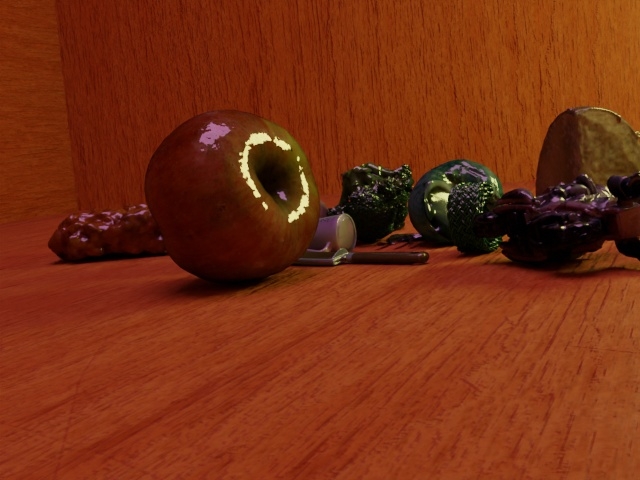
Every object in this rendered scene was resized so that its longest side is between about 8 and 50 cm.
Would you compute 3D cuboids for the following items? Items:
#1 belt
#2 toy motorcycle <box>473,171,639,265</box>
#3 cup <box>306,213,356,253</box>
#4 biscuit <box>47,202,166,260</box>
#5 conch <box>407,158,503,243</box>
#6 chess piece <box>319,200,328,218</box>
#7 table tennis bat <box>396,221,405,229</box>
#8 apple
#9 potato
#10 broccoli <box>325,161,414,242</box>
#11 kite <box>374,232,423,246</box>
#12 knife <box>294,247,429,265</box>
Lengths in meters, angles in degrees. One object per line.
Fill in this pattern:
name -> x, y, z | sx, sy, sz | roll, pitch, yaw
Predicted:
belt -> 0.275, -0.041, 1.616 | 0.079, 0.121, 0.151 | -4, 1, 27
toy motorcycle -> 0.386, -0.026, 1.350 | 0.207, 0.134, 0.401 | -13, 7, -16
cup -> 0.000, 0.000, 1.773 | 0.116, 0.074, 0.104 | -6, 33, 30
biscuit -> -0.445, -0.025, 2.142 | 0.318, 0.111, 0.312 | -5, 7, -5
conch -> 0.263, -0.064, 1.819 | 0.202, 0.196, 0.134 | 12, -24, -16
chess piece -> -0.112, -0.040, 1.999 | 0.260, 0.143, 0.143 | 2, 6, 1
table tennis bat -> 0.013, -0.041, 2.197 | 0.368, 0.054, 0.224 | 1, 6, 16
apple -> -0.150, -0.061, 1.505 | 0.250, 0.278, 0.309 | -16, -26, 31
potato -> 0.598, -0.181, 2.089 | 0.211, 0.265, 0.189 | -12, 16, -12
broccoli -> 0.103, -0.078, 1.919 | 0.195, 0.156, 0.195 | -21, -4, -2
kite -> 0.179, -0.005, 1.879 | 0.141, 0.015, 0.245 | -5, 4, 22
knife -> 0.029, 0.027, 1.626 | 0.343, 0.027, 0.061 | 0, 12, 39
